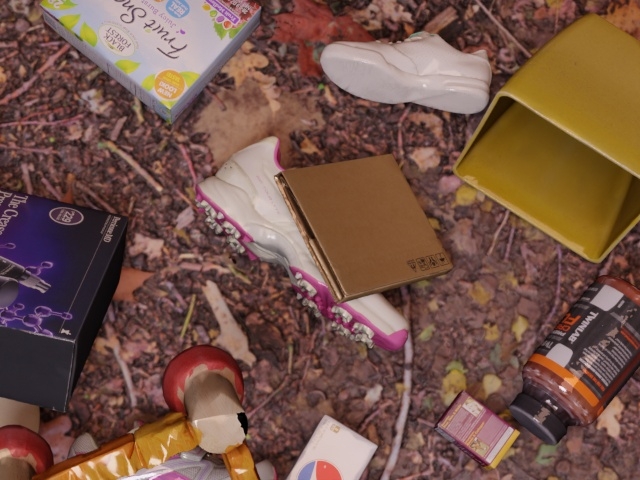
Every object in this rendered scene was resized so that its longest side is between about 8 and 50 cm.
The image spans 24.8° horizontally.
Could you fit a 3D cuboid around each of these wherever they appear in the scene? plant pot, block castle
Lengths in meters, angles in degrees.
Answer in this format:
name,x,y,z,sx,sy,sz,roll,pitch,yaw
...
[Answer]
name,x,y,z,sx,sy,sz,roll,pitch,yaw
plant pot,0.313,-0.135,1.710,0.212,0.212,0.187,33,65,4
block castle,-0.150,0.366,1.490,0.303,0.213,0.453,-22,104,-6

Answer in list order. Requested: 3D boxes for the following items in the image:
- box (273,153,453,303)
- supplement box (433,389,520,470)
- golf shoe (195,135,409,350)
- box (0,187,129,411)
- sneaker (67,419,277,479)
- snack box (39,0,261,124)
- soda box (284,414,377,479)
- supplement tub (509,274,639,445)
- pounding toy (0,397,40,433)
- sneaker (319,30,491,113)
name,x,y,z,sx,sy,sz,roll,pitch,yaw
box,0.053,-0.019,1.683,0.201,0.021,0.164,-12,70,-47
supplement box,0.181,0.222,1.695,0.083,0.043,0.055,38,78,4
golf shoe,0.000,0.000,1.700,0.306,0.115,0.140,41,75,4
box,-0.329,0.056,1.592,0.184,0.261,0.103,15,121,-3
sneaker,-0.175,0.255,1.634,0.252,0.103,0.111,-2,79,-5
snack box,-0.205,-0.273,1.765,0.207,0.070,0.174,39,78,6
soda box,-0.020,0.309,1.650,0.074,0.069,0.216,30,78,3
supplement tub,0.306,0.142,1.689,0.106,0.106,0.198,41,78,5
pounding toy,-0.410,0.216,1.642,0.183,0.110,0.237,-20,109,-19
sneaker,0.105,-0.220,1.781,0.212,0.080,0.094,12,65,-8
